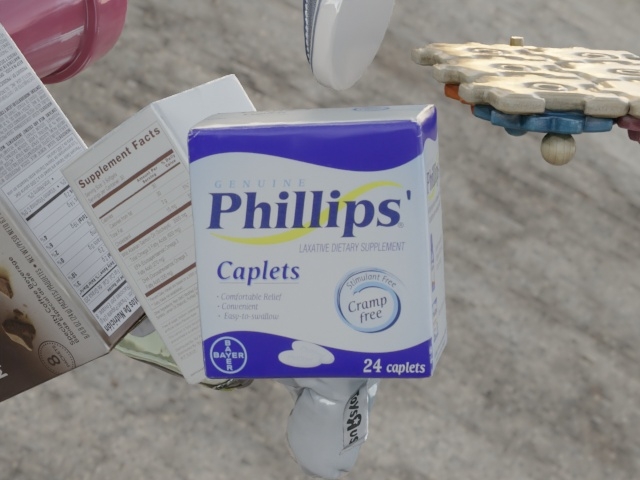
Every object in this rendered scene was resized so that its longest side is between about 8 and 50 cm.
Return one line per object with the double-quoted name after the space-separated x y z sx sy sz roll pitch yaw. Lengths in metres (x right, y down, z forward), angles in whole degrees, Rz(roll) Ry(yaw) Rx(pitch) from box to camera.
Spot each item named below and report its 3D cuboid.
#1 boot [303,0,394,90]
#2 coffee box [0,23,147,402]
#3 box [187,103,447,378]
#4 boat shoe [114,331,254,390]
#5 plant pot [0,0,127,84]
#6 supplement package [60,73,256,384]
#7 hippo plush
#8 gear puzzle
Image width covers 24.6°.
0.004 -0.198 0.958 0.086 0.190 0.069 19 13 31 "boot"
-0.274 -0.031 1.175 0.297 0.168 0.119 56 37 -12 "coffee box"
0.000 0.000 0.782 0.126 0.137 0.072 -1 11 12 "box"
-0.174 0.113 1.677 0.228 0.081 0.069 25 -9 32 "boat shoe"
-0.309 -0.217 1.350 0.201 0.201 0.180 31 43 13 "plant pot"
-0.077 -0.009 1.032 0.179 0.105 0.105 59 35 0 "supplement package"
-0.054 0.078 1.296 0.237 0.234 0.294 18 23 3 "hippo plush"
0.154 -0.103 1.009 0.176 0.044 0.339 1 15 -8 "gear puzzle"
